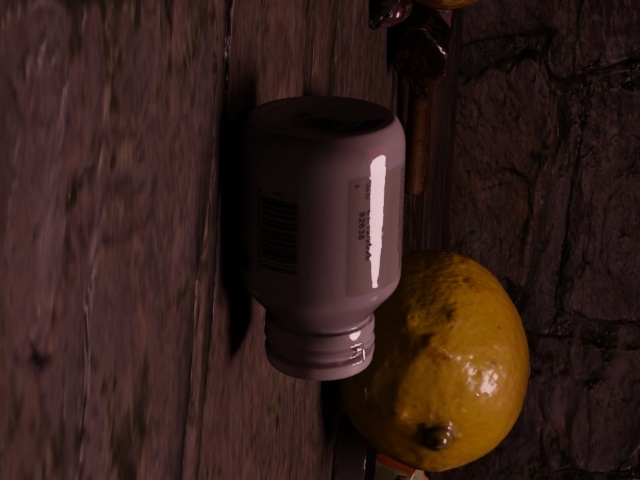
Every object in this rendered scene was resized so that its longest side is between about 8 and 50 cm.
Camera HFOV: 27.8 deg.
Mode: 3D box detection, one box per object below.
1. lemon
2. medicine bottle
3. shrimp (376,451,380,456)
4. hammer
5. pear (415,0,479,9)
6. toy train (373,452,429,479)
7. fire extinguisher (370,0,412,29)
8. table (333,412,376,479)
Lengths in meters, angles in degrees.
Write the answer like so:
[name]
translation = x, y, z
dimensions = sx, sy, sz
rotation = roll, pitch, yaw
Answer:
[lemon]
translation = 0.139, 0.147, 1.624
dimensions = 0.260, 0.260, 0.284
rotation = 78, -1, -59
[medicine bottle]
translation = 0.000, 0.000, 1.062
dimensions = 0.135, 0.135, 0.215
rotation = -64, 157, -65
[shrimp]
translation = 0.074, 0.320, 1.934
dimensions = 0.190, 0.042, 0.101
rotation = 30, 60, -77
[hammer]
translation = 0.156, -0.231, 2.084
dimensions = 0.242, 0.095, 0.409
rotation = -75, 171, -46
[pear]
translation = 0.188, -0.422, 1.824
dimensions = 0.197, 0.197, 0.197
rotation = 5, 90, -80
[toy train]
translation = 0.089, 0.389, 1.844
dimensions = 0.188, 0.072, 0.099
rotation = -66, 152, -15
[fire extinguisher]
translation = 0.094, -0.311, 1.747
dimensions = 0.064, 0.043, 0.158
rotation = -44, -178, 17
[table]
translation = 0.048, 0.304, 1.764
dimensions = 0.133, 0.043, 0.134
rotation = 4, 90, -81
